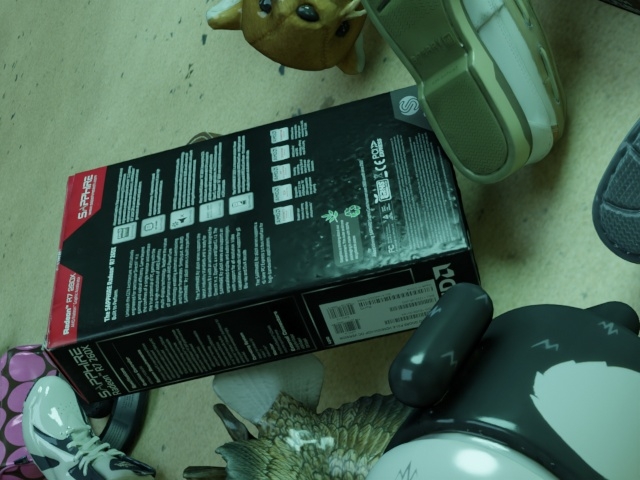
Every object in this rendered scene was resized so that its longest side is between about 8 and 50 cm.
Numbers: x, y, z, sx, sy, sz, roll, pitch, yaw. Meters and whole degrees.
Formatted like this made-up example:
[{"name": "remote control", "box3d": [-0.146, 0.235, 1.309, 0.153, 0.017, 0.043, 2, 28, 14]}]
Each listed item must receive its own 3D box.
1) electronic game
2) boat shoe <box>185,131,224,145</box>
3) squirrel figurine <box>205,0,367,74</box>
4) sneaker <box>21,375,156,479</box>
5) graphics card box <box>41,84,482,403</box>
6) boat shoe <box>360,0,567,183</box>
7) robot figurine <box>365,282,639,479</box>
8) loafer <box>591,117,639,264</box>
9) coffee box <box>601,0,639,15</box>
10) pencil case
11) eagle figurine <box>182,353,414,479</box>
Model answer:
[{"name": "electronic game", "box3d": [-0.290, 0.190, 1.407, 0.229, 0.048, 0.229, -19, 65, 48]}, {"name": "boat shoe", "box3d": [-0.141, -0.005, 1.254, 0.123, 0.116, 0.324, -39, 44, 35]}, {"name": "squirrel figurine", "box3d": [0.015, -0.376, 1.171, 0.397, 0.281, 0.370, -125, 48, -70]}, {"name": "sneaker", "box3d": [-0.263, 0.261, 1.267, 0.153, 0.094, 0.235, -25, 71, 33]}, {"name": "graphics card box", "box3d": [-0.053, -0.002, 0.968, 0.371, 0.094, 0.233, -15, 43, 8]}, {"name": "boat shoe", "box3d": [0.115, -0.202, 0.904, 0.113, 0.103, 0.302, -13, 101, 52]}, {"name": "robot figurine", "box3d": [0.140, 0.150, 0.691, 0.209, 0.278, 0.173, 29, 132, 19]}, {"name": "loafer", "box3d": [0.318, -0.099, 0.740, 0.109, 0.095, 0.302, 48, 120, 19]}, {"name": "coffee box", "box3d": [0.207, -0.287, 0.921, 0.098, 0.141, 0.246, -60, 37, 10]}, {"name": "pencil case", "box3d": [-0.413, 0.246, 1.494, 0.095, 0.098, 0.209, 104, 160, -45]}, {"name": "eagle figurine", "box3d": [0.010, 0.221, 0.881, 0.226, 0.225, 0.298, -61, 23, -13]}]
